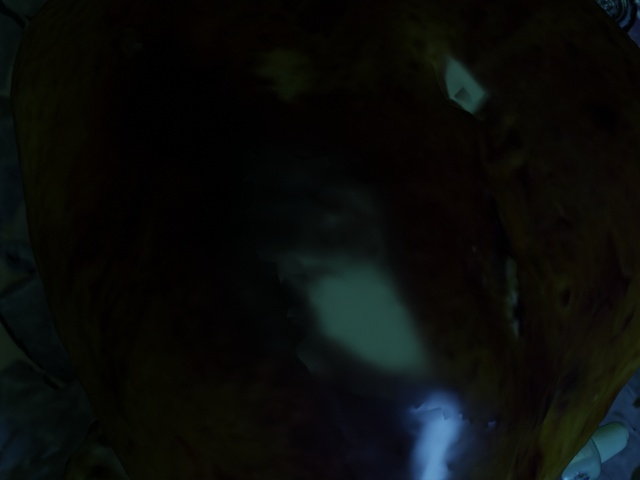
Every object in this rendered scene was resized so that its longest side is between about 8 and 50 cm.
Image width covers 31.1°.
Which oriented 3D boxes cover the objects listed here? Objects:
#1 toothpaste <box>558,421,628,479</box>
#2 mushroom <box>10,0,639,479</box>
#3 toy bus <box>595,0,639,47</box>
[{"bbox_3d":[0.078,0.141,0.609,0.197,0.029,0.048,-22,86,-13],"label":"toothpaste"},{"bbox_3d":[0.000,0.000,0.544,0.345,0.259,0.345,14,50,-17],"label":"mushroom"},{"bbox_3d":[0.193,-0.097,0.649,0.098,0.087,0.178,-42,95,-18],"label":"toy bus"}]
